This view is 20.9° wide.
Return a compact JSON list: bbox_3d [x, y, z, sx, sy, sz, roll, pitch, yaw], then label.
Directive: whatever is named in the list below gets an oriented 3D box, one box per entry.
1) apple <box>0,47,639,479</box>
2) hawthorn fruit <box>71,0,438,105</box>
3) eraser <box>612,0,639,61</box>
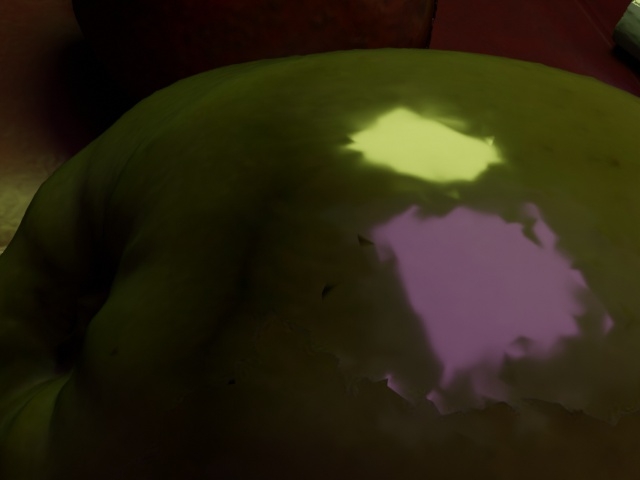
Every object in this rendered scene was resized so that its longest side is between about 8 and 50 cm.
[{"bbox_3d":[0.035,0.113,0.916,0.474,0.473,0.473,14,42,-13],"label":"apple"},{"bbox_3d":[-0.053,-0.211,1.323,0.316,0.316,0.316,14,42,-13],"label":"hawthorn fruit"},{"bbox_3d":[0.418,-0.172,1.688,0.227,0.081,0.174,40,39,17],"label":"eraser"}]
